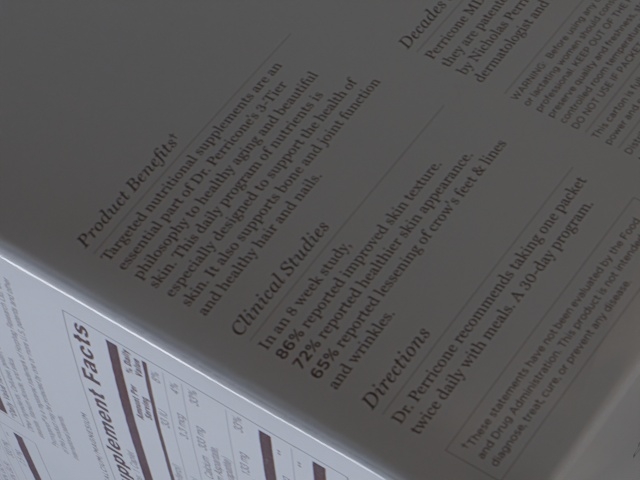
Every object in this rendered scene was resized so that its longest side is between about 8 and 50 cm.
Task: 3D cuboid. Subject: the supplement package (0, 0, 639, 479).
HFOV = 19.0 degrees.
[{"bbox_3d":[0.000,0.000,0.574,0.262,0.198,0.199,28,-119,24],"label":"supplement package"}]
